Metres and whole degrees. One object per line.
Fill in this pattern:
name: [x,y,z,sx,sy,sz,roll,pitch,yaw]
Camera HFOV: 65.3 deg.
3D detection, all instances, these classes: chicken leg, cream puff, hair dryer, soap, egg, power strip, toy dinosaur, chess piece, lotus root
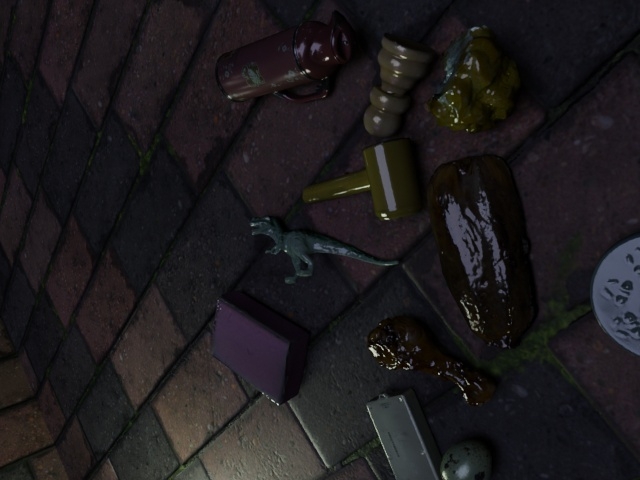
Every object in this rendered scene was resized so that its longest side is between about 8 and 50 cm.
chicken leg: [0.198,0.219,0.918,0.251,0.087,0.107,26,135,27]
cream puff: [0.241,-0.235,0.754,0.121,0.156,0.156,-5,96,57]
hair dryer: [0.068,-0.098,0.968,0.278,0.090,0.135,-9,95,48]
soap: [-0.151,0.254,1.217,0.259,0.081,0.181,23,114,35]
egg: [0.262,0.403,0.890,0.085,0.085,0.110,40,110,28]
power strip: [0.201,0.471,0.983,0.106,0.043,0.368,-29,79,41]
power strip: [0.451,0.054,0.685,0.137,0.044,0.216,23,113,36]
toy dinosaur: [-0.016,0.047,1.060,0.382,0.076,0.130,21,88,29]
chess piece: [0.126,-0.264,0.880,0.094,0.094,0.171,40,129,28]
lotus root: [0.255,0.024,0.826,0.167,0.078,0.330,-16,88,43]

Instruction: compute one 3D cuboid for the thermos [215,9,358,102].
thermos: [-0.064,-0.349,1.004,0.330,0.109,0.137,-1,98,40]
